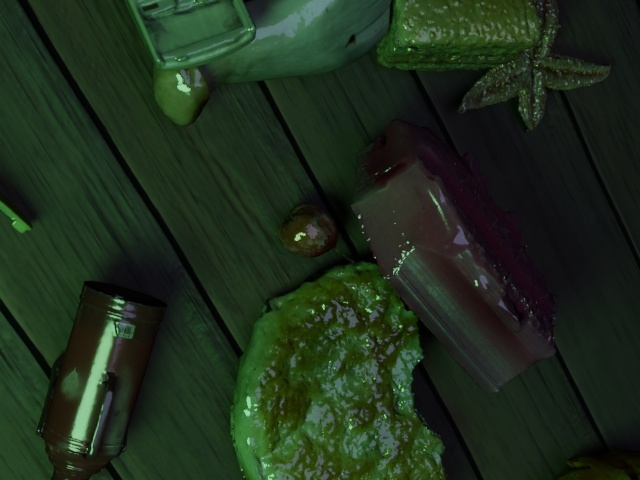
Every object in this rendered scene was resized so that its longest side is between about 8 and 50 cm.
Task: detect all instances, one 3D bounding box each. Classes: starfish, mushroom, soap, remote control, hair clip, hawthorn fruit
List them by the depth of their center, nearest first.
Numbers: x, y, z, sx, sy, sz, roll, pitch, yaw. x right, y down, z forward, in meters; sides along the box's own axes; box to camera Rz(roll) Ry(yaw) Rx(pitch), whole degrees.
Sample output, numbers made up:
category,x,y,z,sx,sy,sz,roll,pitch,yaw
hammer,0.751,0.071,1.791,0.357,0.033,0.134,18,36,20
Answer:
category,x,y,z,sx,sy,sz,roll,pitch,yaw
hair clip,-0.375,-0.067,1.089,0.188,0.060,0.033,36,92,-28
remote control,-0.175,-0.317,1.133,0.123,0.038,0.285,-24,79,-15
mushroom,-0.053,-0.248,1.209,0.328,0.122,0.159,-28,124,-21
hawthorn fruit,0.000,0.000,1.273,0.103,0.067,0.067,34,76,-7
soap,0.162,0.006,1.280,0.325,0.127,0.220,51,25,-22
starfish,0.293,-0.266,1.433,0.295,0.048,0.231,-13,97,-27

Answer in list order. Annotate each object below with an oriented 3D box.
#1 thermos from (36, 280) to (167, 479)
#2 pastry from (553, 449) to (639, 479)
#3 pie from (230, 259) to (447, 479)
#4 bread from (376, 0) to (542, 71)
category,x,y,z,sx,sy,sz,roll,pitch,yaw
thermos,-0.242,0.168,1.130,0.098,0.124,0.232,17,91,-23
pastry,0.438,0.463,1.468,0.355,0.163,0.356,2,85,-30
pie,0.030,0.214,1.295,0.296,0.078,0.371,-6,93,-28
bread,0.168,-0.290,1.320,0.196,0.102,0.138,-5,85,-16
